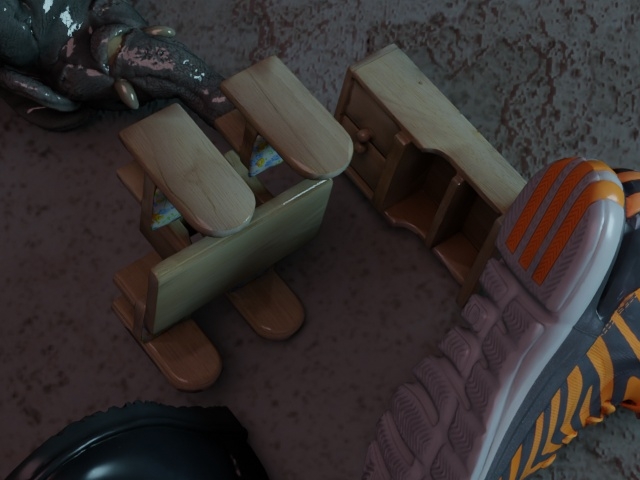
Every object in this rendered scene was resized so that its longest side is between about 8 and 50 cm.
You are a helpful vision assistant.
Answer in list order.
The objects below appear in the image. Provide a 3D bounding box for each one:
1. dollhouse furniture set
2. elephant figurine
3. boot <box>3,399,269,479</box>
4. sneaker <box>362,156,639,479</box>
[{"bbox_3d":[0.000,0.000,0.856,0.242,0.212,0.161,-31,68,-26],"label":"dollhouse furniture set"},{"bbox_3d":[-0.190,-0.151,0.971,0.169,0.239,0.186,-38,38,20],"label":"elephant figurine"},{"bbox_3d":[-0.064,0.203,0.799,0.094,0.246,0.207,-48,68,15],"label":"boot"},{"bbox_3d":[0.160,0.111,0.836,0.321,0.180,0.125,-60,28,23],"label":"sneaker"}]
